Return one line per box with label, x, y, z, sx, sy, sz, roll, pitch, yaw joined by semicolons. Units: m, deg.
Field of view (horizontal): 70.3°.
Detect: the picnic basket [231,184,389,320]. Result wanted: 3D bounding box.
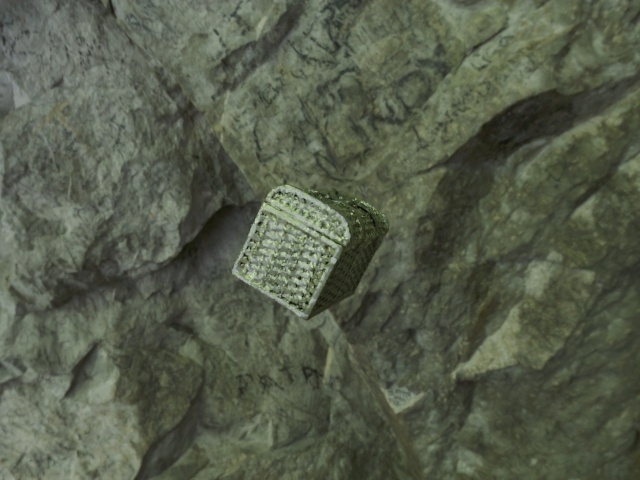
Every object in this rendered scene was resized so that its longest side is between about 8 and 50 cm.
picnic basket;0.000;0.000;0.657;0.154;0.134;0.196;-65;-19;14
